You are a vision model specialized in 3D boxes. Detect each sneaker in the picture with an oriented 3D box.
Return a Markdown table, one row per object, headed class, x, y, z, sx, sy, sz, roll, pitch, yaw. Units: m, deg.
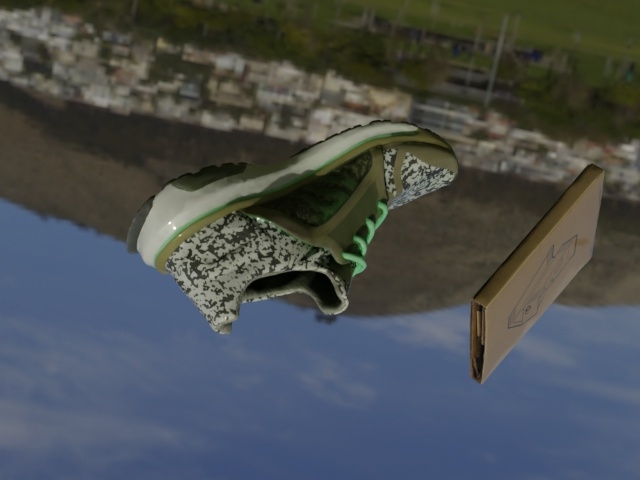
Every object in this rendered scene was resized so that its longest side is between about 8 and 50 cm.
| class | x | y | z | sx | sy | sz | roll | pitch | yaw |
| --- | --- | --- | --- | --- | --- | --- | --- | --- | --- |
| sneaker | 0.000 | 0.000 | 1.346 | 0.410 | 0.158 | 0.182 | -19 | -111 | -29 |

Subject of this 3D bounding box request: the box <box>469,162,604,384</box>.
| class | x | y | z | sx | sy | sz | roll | pitch | yaw |
| --- | --- | --- | --- | --- | --- | --- | --- | --- | --- |
| box | 0.219 | 0.037 | 1.250 | 0.021 | 0.201 | 0.164 | 33 | 156 | 25 |
